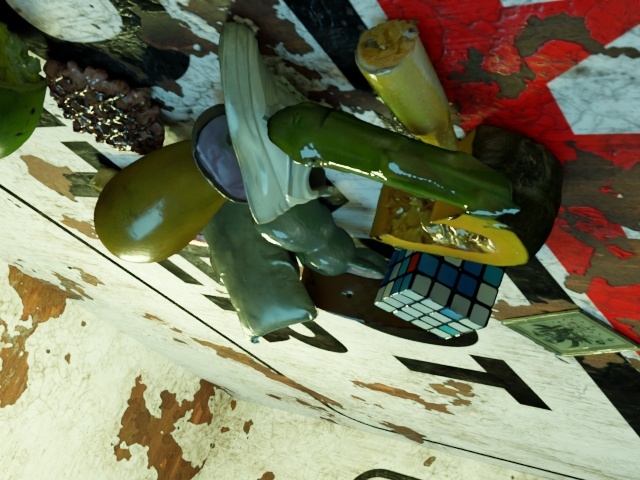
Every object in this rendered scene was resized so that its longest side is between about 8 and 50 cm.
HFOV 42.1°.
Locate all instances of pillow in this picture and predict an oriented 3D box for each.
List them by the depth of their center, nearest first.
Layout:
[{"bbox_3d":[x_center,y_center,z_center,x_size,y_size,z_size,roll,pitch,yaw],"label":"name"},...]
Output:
[{"bbox_3d":[-0.123,0.036,1.535,0.185,0.075,0.302,-21,92,36],"label":"pillow"}]

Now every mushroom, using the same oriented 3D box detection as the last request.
[{"bbox_3d":[-0.124,-0.145,1.290,0.188,0.141,0.117,45,-176,-42],"label":"mushroom"}]

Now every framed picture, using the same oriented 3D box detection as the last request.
[{"bbox_3d":[0.488,0.184,1.631,0.173,0.010,0.231,28,159,-17],"label":"framed picture"}]

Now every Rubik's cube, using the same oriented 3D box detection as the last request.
[{"bbox_3d":[0.206,0.064,1.421,0.154,0.151,0.155,27,160,-10],"label":"Rubik's cube"}]

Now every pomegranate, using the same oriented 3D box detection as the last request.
[{"bbox_3d":[-0.564,-0.250,1.325,0.260,0.260,0.341,26,-169,-10],"label":"pomegranate"}]

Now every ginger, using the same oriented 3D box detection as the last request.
[{"bbox_3d":[-0.361,-0.115,1.680,0.298,0.065,0.118,9,150,38],"label":"ginger"}]

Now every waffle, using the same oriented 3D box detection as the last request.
[{"bbox_3d":[-0.365,-0.222,1.430,0.221,0.055,0.234,19,155,10],"label":"waffle"}]

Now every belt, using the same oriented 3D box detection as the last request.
[{"bbox_3d":[0.091,0.090,1.571,0.261,0.105,0.184,9,-166,-9],"label":"belt"}]

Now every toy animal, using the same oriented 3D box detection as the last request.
[{"bbox_3d":[-0.002,0.003,1.427,0.251,0.127,0.125,41,152,-7],"label":"toy animal"}]

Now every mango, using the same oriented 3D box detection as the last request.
[{"bbox_3d":[-0.266,-0.073,1.451,0.317,0.211,0.173,-32,84,33],"label":"mango"}]

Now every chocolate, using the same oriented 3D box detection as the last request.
[{"bbox_3d":[0.116,-0.172,1.019,0.085,0.086,0.219,9,157,32],"label":"chocolate"}]

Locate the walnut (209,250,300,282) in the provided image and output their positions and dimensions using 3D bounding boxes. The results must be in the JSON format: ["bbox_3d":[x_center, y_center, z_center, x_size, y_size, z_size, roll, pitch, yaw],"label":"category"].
[{"bbox_3d":[-0.126,0.055,1.674,0.230,0.178,0.178,61,157,3],"label":"walnut"}]

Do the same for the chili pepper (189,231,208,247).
[{"bbox_3d":[-0.290,-0.030,1.793,0.192,0.084,0.086,10,140,19],"label":"chili pepper"}]

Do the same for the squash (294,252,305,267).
[{"bbox_3d":[-0.028,0.006,1.628,0.077,0.068,0.219,18,160,33],"label":"squash"}]

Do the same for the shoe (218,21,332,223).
[{"bbox_3d":[-0.046,-0.160,1.156,0.159,0.124,0.316,-8,135,-2],"label":"shoe"}]

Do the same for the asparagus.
[{"bbox_3d":[0.093,-0.100,1.033,0.343,0.082,0.085,19,-170,22],"label":"asparagus"}]

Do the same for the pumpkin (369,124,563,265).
[{"bbox_3d":[0.183,-0.063,1.139,0.280,0.139,0.190,9,160,24],"label":"pumpkin"}]
